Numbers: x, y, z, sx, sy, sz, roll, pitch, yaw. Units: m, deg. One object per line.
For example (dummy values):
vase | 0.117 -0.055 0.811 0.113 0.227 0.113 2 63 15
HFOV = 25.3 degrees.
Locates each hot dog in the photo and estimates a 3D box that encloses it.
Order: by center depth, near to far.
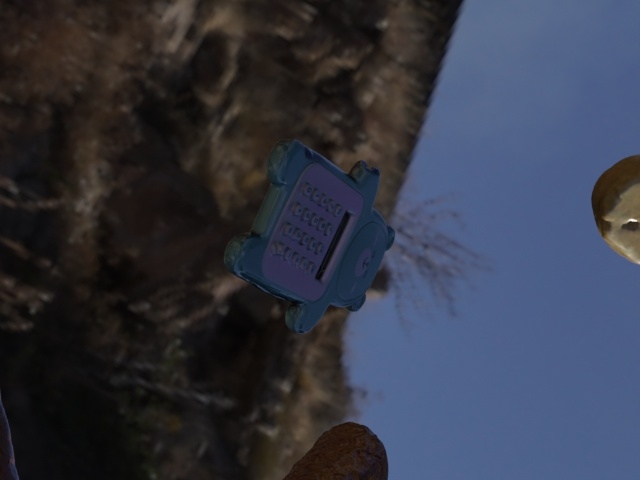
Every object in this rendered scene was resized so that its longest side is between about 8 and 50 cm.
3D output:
hot dog | 0.004 0.141 0.821 0.058 0.035 0.083 14 -139 35

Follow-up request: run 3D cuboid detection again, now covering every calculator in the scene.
calculator | 0.000 0.000 0.708 0.141 0.019 0.094 30 83 -61

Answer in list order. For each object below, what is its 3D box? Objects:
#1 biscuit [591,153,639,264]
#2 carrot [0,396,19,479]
biscuit | 0.249 -0.036 0.636 0.234 0.153 0.030 -34 -146 17
carrot | -0.166 0.100 0.686 0.048 0.048 0.216 154 -71 -64
